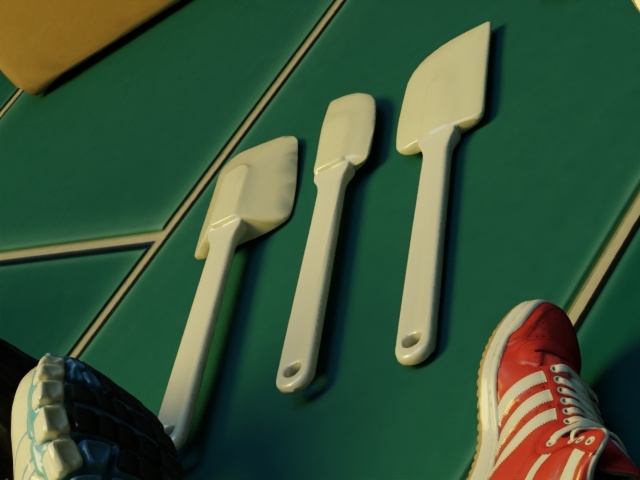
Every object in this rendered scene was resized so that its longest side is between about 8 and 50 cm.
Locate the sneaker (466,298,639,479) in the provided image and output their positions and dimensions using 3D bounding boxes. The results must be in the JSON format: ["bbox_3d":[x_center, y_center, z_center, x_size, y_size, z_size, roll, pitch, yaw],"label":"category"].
[{"bbox_3d":[0.082,0.062,0.639,0.067,0.042,0.118,-24,37,39],"label":"sneaker"}]

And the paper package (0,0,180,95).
[{"bbox_3d":[-0.160,-0.309,1.258,0.309,0.325,0.168,-29,28,21],"label":"paper package"}]

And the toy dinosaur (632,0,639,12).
[{"bbox_3d":[0.146,-0.173,0.921,0.118,0.064,0.268,-10,41,37],"label":"toy dinosaur"}]

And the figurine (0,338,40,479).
[{"bbox_3d":[-0.210,0.091,0.803,0.215,0.209,0.092,-38,25,6],"label":"figurine"}]

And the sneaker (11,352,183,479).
[{"bbox_3d":[-0.091,0.123,0.721,0.083,0.071,0.191,-44,39,23],"label":"sneaker"}]

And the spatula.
[{"bbox_3d":[0.000,0.000,0.892,0.168,0.019,0.242,-22,31,23],"label":"spatula"}]
